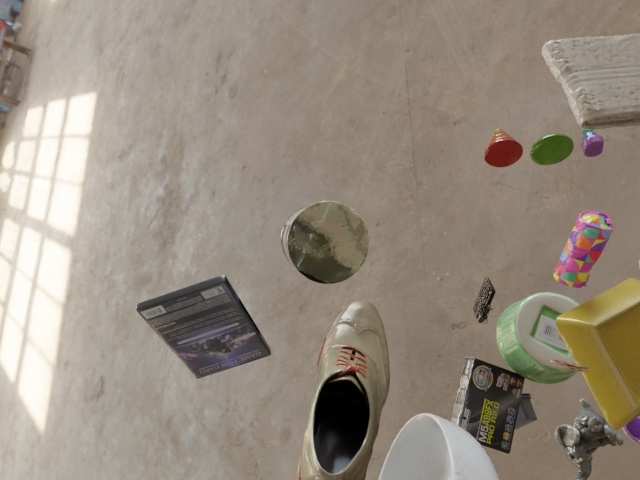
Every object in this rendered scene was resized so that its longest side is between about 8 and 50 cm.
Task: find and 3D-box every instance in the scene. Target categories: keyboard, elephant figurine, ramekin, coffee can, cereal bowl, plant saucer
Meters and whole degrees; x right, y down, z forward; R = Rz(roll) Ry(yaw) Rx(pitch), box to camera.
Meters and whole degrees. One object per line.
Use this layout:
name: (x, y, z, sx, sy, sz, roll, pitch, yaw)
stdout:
keyboard: (0.590, 0.228, 1.626, 0.100, 0.038, 0.192, -104, 10, -46)
elephant figurine: (0.950, 0.738, 1.624, 0.169, 0.186, 0.239, 45, 105, 21)
ramekin: (0.778, 0.325, 1.526, 0.302, 0.148, 0.304, -2, 65, 3)
coffee can: (0.000, 0.000, 1.195, 0.275, 0.201, 0.202, -169, 95, -82)
cereal bowl: (0.199, 0.474, 0.727, 0.339, 0.141, 0.339, -161, 90, -86)
plant saucer: (0.883, 0.305, 1.249, 0.333, 0.332, 0.081, 65, 165, 11)

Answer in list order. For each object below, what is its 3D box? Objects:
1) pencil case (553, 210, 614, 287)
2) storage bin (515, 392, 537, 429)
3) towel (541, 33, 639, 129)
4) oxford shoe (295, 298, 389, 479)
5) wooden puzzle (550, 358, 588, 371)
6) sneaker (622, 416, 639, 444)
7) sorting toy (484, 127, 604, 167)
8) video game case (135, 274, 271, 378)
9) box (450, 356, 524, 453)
pencil case: (0.765, 0.030, 1.296, 0.104, 0.104, 0.237, 44, 147, 41)
storage bin: (0.727, 0.634, 1.639, 0.135, 0.098, 0.091, -53, 37, 40)
towel: (0.549, -0.290, 0.793, 0.049, 0.281, 0.187, 101, 159, -63)
oxford shoe: (0.051, 0.208, 0.662, 0.348, 0.122, 0.130, -76, -5, -47)
wooden puzzle: (0.505, 0.252, 0.903, 0.083, 0.049, 0.006, 3, 84, 66)
sneaker: (1.077, 0.635, 1.390, 0.236, 0.104, 0.095, 35, 89, 25)
sorting toy: (0.726, -0.334, 1.471, 0.365, 0.127, 0.126, -2, 53, 10)
video game case: (-0.248, 0.202, 0.992, 0.195, 0.274, 0.026, -18, 41, 3)
box: (0.578, 0.568, 1.543, 0.060, 0.216, 0.270, 149, 141, -71)
